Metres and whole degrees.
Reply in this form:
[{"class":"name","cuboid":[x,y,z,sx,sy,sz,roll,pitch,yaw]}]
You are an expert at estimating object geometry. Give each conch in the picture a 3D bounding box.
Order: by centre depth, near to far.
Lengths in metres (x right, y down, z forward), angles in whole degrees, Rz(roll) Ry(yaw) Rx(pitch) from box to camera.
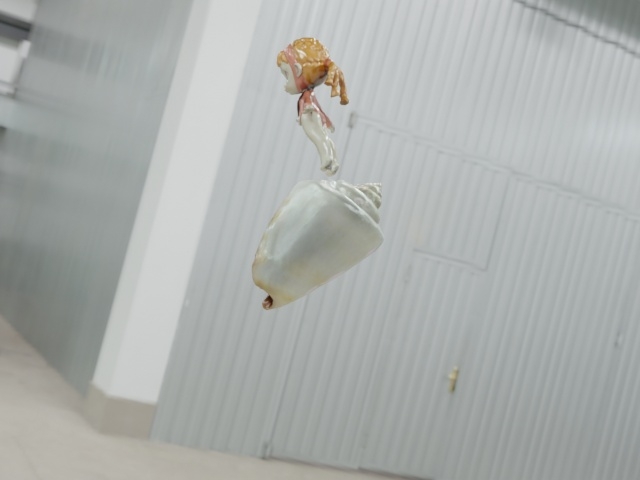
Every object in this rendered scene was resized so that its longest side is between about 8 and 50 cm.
[{"class":"conch","cuboid":[-0.003,-0.003,1.014,0.104,0.176,0.094,47,4,-18]}]

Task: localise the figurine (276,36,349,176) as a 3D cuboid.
[{"class":"figurine","cuboid":[-0.001,-0.103,0.734,0.047,0.109,0.064,-17,-15,12]}]
